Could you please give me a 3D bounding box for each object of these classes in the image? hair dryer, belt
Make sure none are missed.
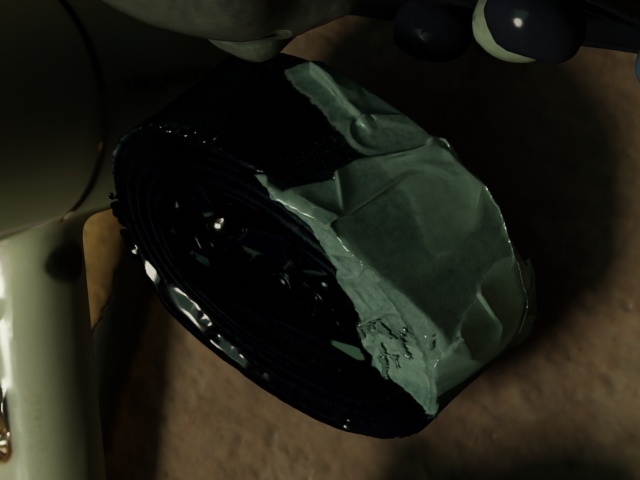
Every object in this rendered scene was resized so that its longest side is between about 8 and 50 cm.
[{"bbox_3d":[-0.139,0.050,0.920,0.128,0.203,0.362,5,105,36],"label":"hair dryer"},{"bbox_3d":[0.000,0.000,0.817,0.198,0.078,0.151,29,145,35],"label":"belt"}]

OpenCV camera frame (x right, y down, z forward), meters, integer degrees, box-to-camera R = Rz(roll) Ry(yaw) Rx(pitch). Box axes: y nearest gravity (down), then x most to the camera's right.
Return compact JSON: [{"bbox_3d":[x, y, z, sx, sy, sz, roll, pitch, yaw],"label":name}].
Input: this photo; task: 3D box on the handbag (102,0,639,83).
[{"bbox_3d":[0.007,-0.123,0.747,0.325,0.269,0.118,13,95,40],"label":"handbag"}]
